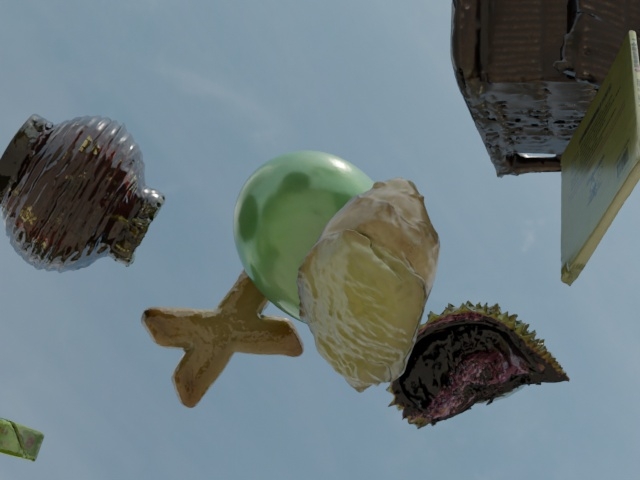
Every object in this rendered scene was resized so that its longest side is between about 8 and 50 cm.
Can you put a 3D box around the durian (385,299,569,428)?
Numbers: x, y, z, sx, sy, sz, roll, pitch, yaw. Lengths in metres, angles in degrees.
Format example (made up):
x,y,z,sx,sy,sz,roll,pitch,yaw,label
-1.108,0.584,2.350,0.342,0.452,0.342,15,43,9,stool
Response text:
x,y,z,sx,sy,sz,roll,pitch,yaw,label
0.161,0.120,1.050,0.187,0.108,0.119,-23,-94,18,durian

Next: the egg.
x,y,z,sx,sy,sz,roll,pitch,yaw,label
0.000,0.000,1.361,0.220,0.220,0.269,-45,-100,14,egg

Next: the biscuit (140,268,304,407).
x,y,z,sx,sy,sz,roll,pitch,yaw,label
-0.141,0.135,1.439,0.208,0.047,0.164,-25,-94,-21,biscuit

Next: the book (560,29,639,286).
x,y,z,sx,sy,sz,roll,pitch,yaw,label
0.260,-0.077,0.910,0.013,0.192,0.168,15,-44,-2,book

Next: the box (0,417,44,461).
x,y,z,sx,sy,sz,roll,pitch,yaw,label
-0.508,0.210,1.199,0.187,0.047,0.335,7,-19,19,box

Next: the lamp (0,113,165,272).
x,y,z,sx,sy,sz,roll,pitch,yaw,label
-0.339,-0.064,1.376,0.247,0.247,0.247,-3,-65,-6,lamp

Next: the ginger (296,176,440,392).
x,y,z,sx,sy,sz,roll,pitch,yaw,label
0.045,0.037,0.820,0.115,0.122,0.193,29,-39,8,ginger

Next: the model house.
x,y,z,sx,sy,sz,roll,pitch,yaw,label
0.319,-0.246,1.120,0.283,0.297,0.317,0,-100,25,model house
